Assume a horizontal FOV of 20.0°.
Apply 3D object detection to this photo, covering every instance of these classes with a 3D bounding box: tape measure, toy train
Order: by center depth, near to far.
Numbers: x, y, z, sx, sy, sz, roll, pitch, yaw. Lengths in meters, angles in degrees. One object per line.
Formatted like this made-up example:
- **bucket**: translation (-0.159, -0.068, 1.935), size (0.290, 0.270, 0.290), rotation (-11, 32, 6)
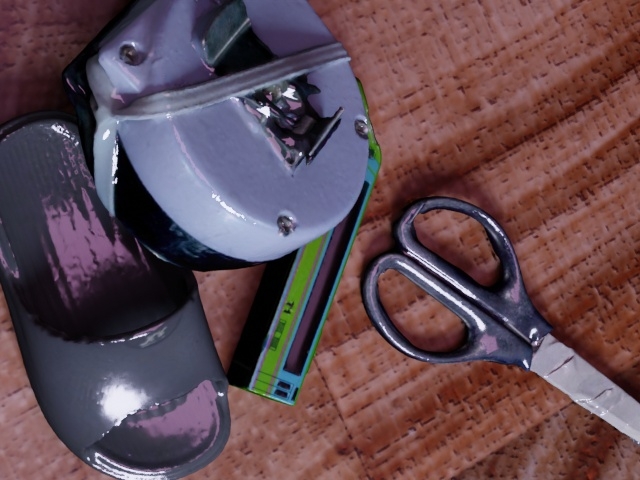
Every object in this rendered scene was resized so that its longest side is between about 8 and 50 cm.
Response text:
- **tape measure**: translation (-0.054, -0.076, 1.056), size (0.181, 0.107, 0.182), rotation (46, 45, -20)
- **toy train**: translation (0.000, 0.000, 1.140), size (0.042, 0.044, 0.209), rotation (23, 83, -22)

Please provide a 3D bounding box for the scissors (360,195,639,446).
- **scissors**: translation (0.156, 0.080, 1.225), size (0.300, 0.022, 0.109), rotation (35, 82, -22)

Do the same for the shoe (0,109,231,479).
- **shoe**: translation (-0.125, 0.038, 1.062), size (0.108, 0.093, 0.241), rotation (-28, 101, -22)
